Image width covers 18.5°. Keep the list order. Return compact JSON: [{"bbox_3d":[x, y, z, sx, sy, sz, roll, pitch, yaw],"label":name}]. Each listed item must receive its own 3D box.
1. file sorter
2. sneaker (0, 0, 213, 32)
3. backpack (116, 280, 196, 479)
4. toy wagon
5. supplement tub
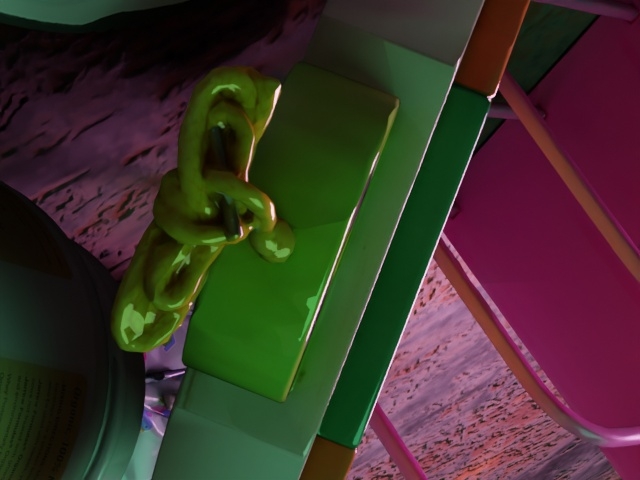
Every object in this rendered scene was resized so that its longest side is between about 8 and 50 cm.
[{"bbox_3d":[0.143,-0.035,0.801,0.182,0.202,0.291,-1,139,-51],"label":"file sorter"},{"bbox_3d":[-0.060,-0.150,0.423,0.178,0.124,0.295,-37,157,30],"label":"sneaker"},{"bbox_3d":[-0.094,0.083,0.816,0.152,0.115,0.182,-49,156,23],"label":"backpack"},{"bbox_3d":[0.000,0.000,0.594,0.344,0.068,0.267,-42,152,-87],"label":"toy wagon"},{"bbox_3d":[-0.156,0.038,0.607,0.144,0.144,0.199,-41,156,13],"label":"supplement tub"}]
